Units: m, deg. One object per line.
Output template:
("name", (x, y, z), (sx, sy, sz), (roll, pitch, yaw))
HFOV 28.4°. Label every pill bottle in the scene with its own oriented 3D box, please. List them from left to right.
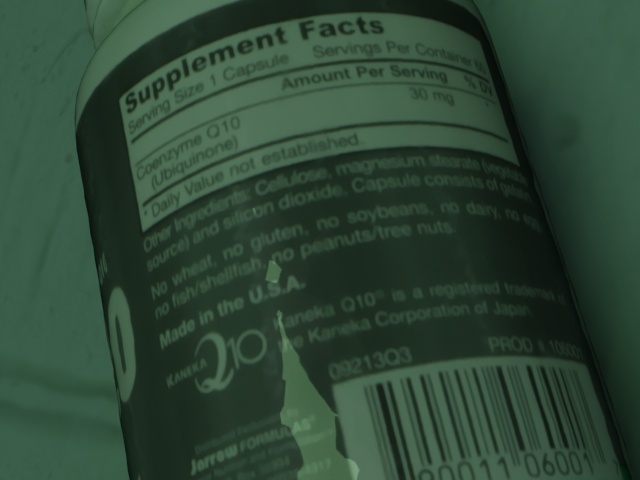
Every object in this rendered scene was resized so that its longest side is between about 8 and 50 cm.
("pill bottle", (0.000, 0.000, 0.571), (0.204, 0.204, 0.361), (-24, 63, 22))
